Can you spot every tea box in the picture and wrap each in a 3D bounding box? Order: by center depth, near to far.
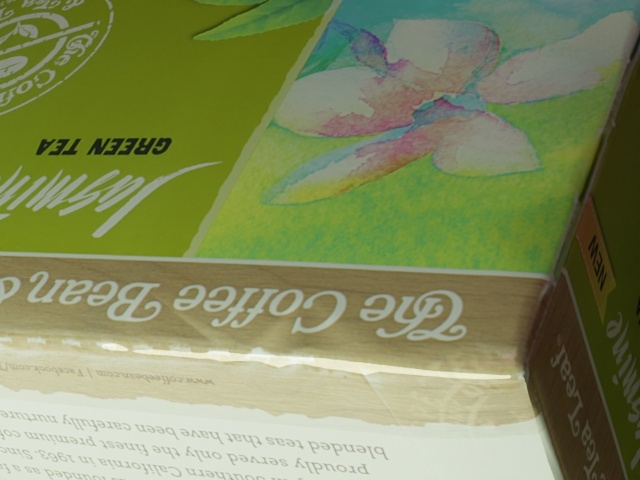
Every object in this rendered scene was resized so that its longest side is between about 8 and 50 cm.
[{"bbox_3d":[0.000,0.000,0.618,0.329,0.220,0.324,1,45,27],"label":"tea box"}]
